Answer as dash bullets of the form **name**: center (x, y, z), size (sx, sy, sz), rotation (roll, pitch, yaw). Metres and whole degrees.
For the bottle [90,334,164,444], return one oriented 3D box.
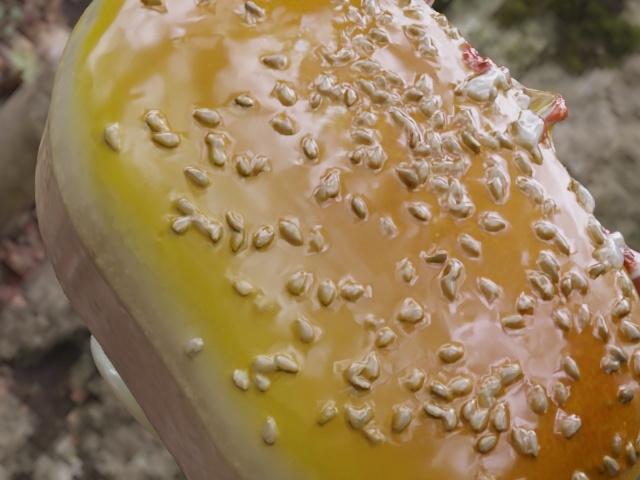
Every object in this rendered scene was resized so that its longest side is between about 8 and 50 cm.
- **bottle**: center (0.000, 0.000, 0.989), size (0.104, 0.245, 0.104), rotation (44, 9, -9)

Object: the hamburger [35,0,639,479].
- **hamburger**: center (0.012, 0.003, 0.809), size (0.227, 0.151, 0.295), rotation (-29, 83, -42)

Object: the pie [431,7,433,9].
- **pie**: center (0.013, -0.142, 1.657), size (0.195, 0.195, 0.046), rotation (43, 18, 16)
